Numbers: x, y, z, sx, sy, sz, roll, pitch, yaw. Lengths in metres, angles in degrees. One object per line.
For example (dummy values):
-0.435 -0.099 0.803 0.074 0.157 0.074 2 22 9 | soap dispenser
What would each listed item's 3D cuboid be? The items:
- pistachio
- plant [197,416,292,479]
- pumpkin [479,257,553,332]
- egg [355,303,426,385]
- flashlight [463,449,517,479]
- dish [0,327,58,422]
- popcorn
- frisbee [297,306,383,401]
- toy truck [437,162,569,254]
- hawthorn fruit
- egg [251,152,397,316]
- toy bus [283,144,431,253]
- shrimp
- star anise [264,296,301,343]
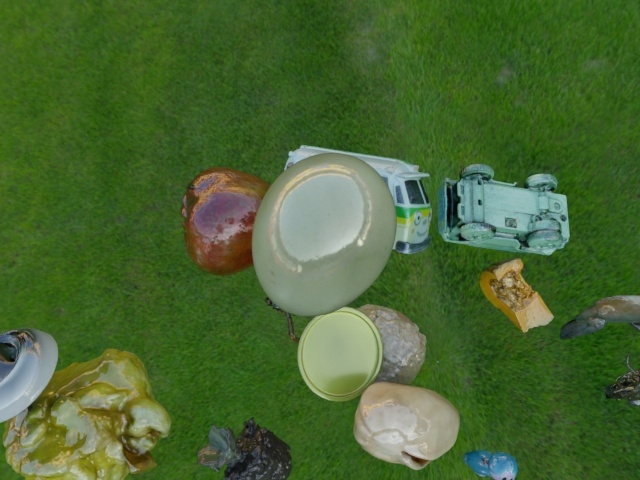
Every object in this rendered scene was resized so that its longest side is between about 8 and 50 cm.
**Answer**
0.214 0.440 1.228 0.193 0.318 0.214 -46 54 25 | pistachio
-0.167 0.486 1.139 0.142 0.203 0.131 -42 33 13 | plant
0.615 0.171 1.619 0.131 0.126 0.248 -28 94 -19 | pumpkin
0.155 0.317 1.450 0.310 0.279 0.279 -28 70 32 | egg
0.303 0.399 0.907 0.051 0.129 0.051 3 76 -14 | flashlight
-0.444 0.167 0.685 0.141 0.078 0.141 -10 48 11 | dish
-0.348 0.292 0.783 0.265 0.192 0.233 3 33 25 | popcorn
0.052 0.283 1.270 0.235 0.017 0.236 2 83 -21 | frisbee
0.384 -0.054 1.066 0.278 0.156 0.155 7 72 -11 | toy truck
-0.302 -0.074 1.813 0.402 0.403 0.403 -3 76 12 | hawthorn fruit
0.000 0.000 0.694 0.188 0.188 0.254 36 128 18 | egg
0.062 -0.075 0.909 0.276 0.133 0.165 13 104 27 | toy bus
0.350 0.121 0.559 0.150 0.217 0.051 23 53 10 | shrimp
-0.088 0.224 1.801 0.237 0.148 0.347 -15 97 10 | star anise
